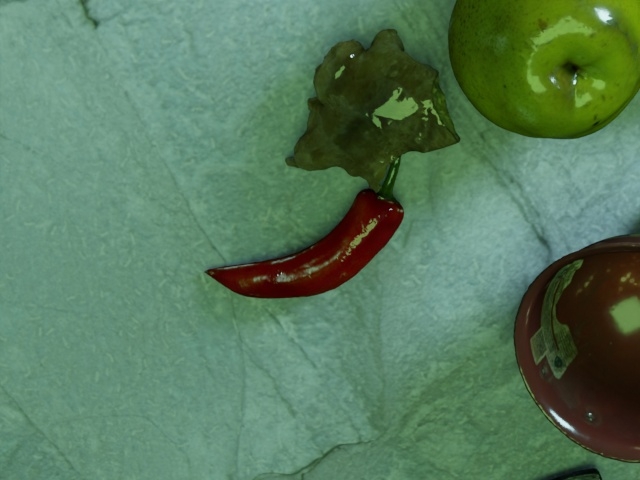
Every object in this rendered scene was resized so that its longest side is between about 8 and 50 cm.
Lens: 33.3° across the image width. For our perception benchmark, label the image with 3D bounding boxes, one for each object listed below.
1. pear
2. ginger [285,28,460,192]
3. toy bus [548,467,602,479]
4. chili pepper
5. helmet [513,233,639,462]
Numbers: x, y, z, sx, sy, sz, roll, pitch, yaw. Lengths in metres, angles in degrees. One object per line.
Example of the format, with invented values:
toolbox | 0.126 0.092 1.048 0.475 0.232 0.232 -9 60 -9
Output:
pear | 0.300 -0.271 1.402 0.294 0.294 0.294 2 111 4
ginger | 0.052 -0.175 1.539 0.270 0.123 0.219 -24 99 16
toy bus | 0.448 0.550 1.753 0.143 0.179 0.305 -21 108 12
chili pepper | 0.000 0.008 1.635 0.368 0.092 0.137 -33 94 13
helmet | 0.492 0.126 1.549 0.385 0.230 0.338 2 111 24
